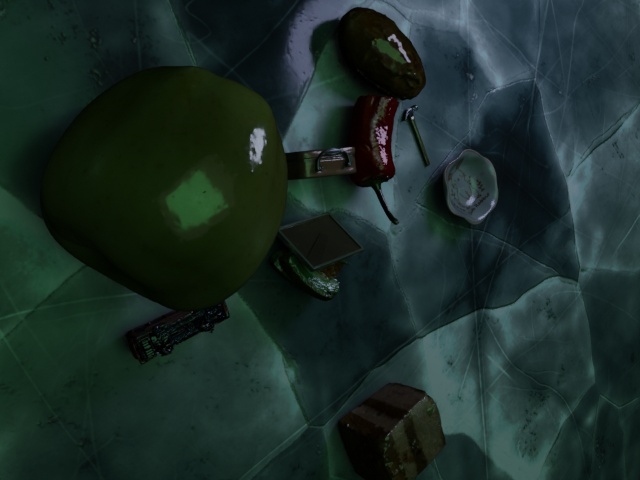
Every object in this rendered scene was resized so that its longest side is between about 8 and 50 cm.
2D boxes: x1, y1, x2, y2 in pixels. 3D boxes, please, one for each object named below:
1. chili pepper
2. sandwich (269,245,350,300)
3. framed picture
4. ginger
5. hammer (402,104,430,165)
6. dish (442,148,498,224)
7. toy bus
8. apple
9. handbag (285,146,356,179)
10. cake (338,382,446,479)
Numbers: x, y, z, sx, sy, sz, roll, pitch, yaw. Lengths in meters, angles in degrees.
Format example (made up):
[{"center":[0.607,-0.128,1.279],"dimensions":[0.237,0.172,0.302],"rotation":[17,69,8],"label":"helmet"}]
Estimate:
[{"center":[0.132,-0.209,1.666],"dimensions":[0.131,0.134,0.338],"rotation":[5,85,-20],"label":"chili pepper"},{"center":[-0.018,0.054,1.591],"dimensions":[0.185,0.109,0.160],"rotation":[39,67,-23],"label":"sandwich"},{"center":[0.000,0.000,1.574],"dimensions":[0.203,0.150,0.015],"rotation":[-20,148,-46],"label":"framed picture"},{"center":[0.174,-0.480,1.676],"dimensions":[0.165,0.172,0.321],"rotation":[-40,123,17],"label":"ginger"},{"center":[0.287,-0.303,1.844],"dimensions":[0.062,0.017,0.182],"rotation":[-33,110,-29],"label":"hammer"},{"center":[0.439,-0.161,1.917],"dimensions":[0.229,0.081,0.229],"rotation":[0,89,-31],"label":"dish"},{"center":[-0.317,0.190,1.396],"dimensions":[0.235,0.096,0.073],"rotation":[-25,106,-32],"label":"toy bus"},{"center":[-0.281,-0.101,1.203],"dimensions":[0.473,0.473,0.474],"rotation":[-1,92,-34],"label":"apple"},{"center":[-0.009,-0.192,1.563],"dimensions":[0.193,0.151,0.072],"rotation":[-8,98,-33],"label":"handbag"},{"center":[0.222,0.522,1.721],"dimensions":[0.293,0.198,0.196],"rotation":[-29,105,-32],"label":"cake"}]
